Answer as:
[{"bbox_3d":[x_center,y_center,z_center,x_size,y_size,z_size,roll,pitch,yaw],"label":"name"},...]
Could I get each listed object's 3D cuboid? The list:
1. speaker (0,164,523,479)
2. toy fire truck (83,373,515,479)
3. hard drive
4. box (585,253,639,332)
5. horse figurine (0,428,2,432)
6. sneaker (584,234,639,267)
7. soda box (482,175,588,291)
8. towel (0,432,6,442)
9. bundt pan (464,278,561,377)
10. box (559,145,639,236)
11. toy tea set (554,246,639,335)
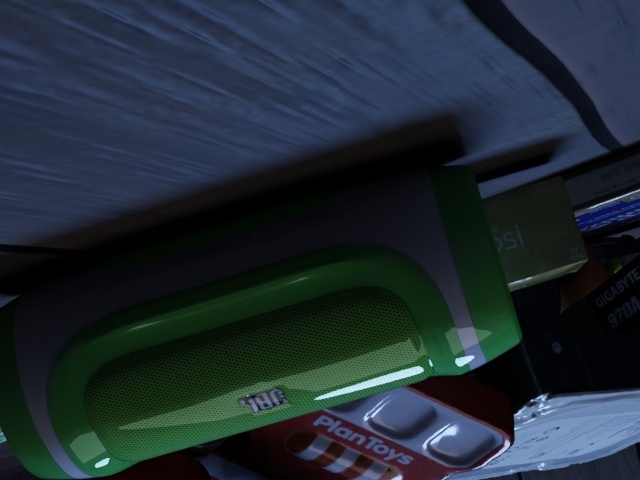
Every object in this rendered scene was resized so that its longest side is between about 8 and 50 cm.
[{"bbox_3d":[-0.039,0.049,0.748,0.297,0.131,0.131,-17,171,7],"label":"speaker"},{"bbox_3d":[-0.036,0.131,0.980,0.302,0.169,0.254,28,132,-17],"label":"toy fire truck"},{"bbox_3d":[0.230,0.157,1.188,0.339,0.064,0.237,1,152,-41],"label":"hard drive"},{"bbox_3d":[0.360,-0.001,1.118,0.175,0.051,0.220,-21,163,-29],"label":"box"},{"bbox_3d":[-0.304,0.121,0.927,0.263,0.066,0.174,-11,165,-14],"label":"horse figurine"},{"bbox_3d":[0.381,0.025,1.467,0.319,0.131,0.112,-40,167,4],"label":"sneaker"},{"bbox_3d":[0.082,0.015,0.849,0.181,0.061,0.058,-17,170,3],"label":"soda box"},{"bbox_3d":[-0.303,0.215,1.622,0.248,0.038,0.325,-19,171,16],"label":"towel"},{"bbox_3d":[0.083,0.085,1.208,0.331,0.124,0.331,-16,171,-3],"label":"bundt pan"},{"bbox_3d":[0.244,-0.037,1.015,0.136,0.036,0.225,-21,171,32],"label":"box"},{"bbox_3d":[0.203,0.134,1.384,0.336,0.200,0.124,-25,125,19],"label":"toy tea set"}]
